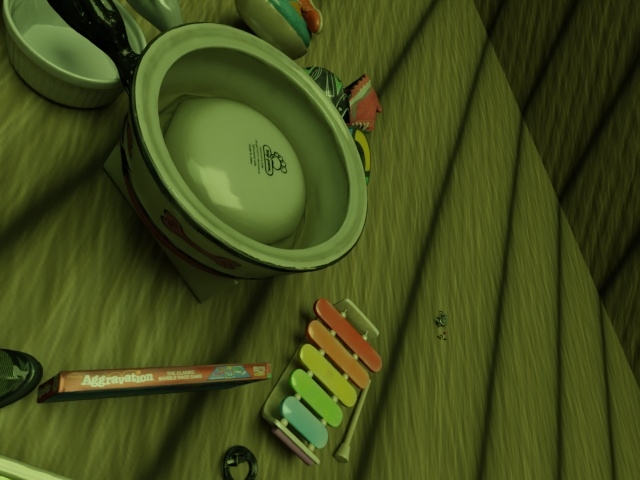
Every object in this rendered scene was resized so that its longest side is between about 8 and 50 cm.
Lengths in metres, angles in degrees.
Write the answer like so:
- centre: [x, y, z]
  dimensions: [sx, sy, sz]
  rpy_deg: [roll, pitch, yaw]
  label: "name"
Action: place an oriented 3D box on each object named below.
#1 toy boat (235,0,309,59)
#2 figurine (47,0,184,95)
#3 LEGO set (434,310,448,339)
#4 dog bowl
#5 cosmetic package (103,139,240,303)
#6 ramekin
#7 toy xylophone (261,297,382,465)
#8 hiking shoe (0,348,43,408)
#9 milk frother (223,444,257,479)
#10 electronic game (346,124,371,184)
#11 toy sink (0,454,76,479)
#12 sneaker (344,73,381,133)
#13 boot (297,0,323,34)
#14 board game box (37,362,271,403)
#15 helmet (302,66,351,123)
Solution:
- centre: [-0.145, -0.589, 1.034]
  dimensions: [0.318, 0.148, 0.267]
  rpy_deg: [45, 12, 1]
  label: "toy boat"
- centre: [-0.291, -0.345, 0.724]
  dimensions: [0.209, 0.092, 0.215]
  rpy_deg: [57, 43, -16]
  label: "figurine"
- centre: [0.342, 0.233, 1.198]
  dimensions: [0.054, 0.023, 0.083]
  rpy_deg: [6, 66, -40]
  label: "LEGO set"
- centre: [-0.117, -0.121, 0.688]
  dimensions: [0.408, 0.150, 0.408]
  rpy_deg: [23, 54, -35]
  label: "dog bowl"
- centre: [-0.216, -0.060, 0.766]
  dimensions: [0.296, 0.129, 0.153]
  rpy_deg: [56, 43, -7]
  label: "cosmetic package"
- centre: [-0.415, -0.326, 0.733]
  dimensions: [0.207, 0.109, 0.207]
  rpy_deg: [19, 59, -34]
  label: "ramekin"
- centre: [0.024, 0.280, 0.851]
  dimensions: [0.236, 0.081, 0.323]
  rpy_deg: [42, 48, -19]
  label: "toy xylophone"
- centre: [-0.436, 0.151, 0.479]
  dimensions: [0.227, 0.114, 0.086]
  rpy_deg: [13, 62, -37]
  label: "hiking shoe"
- centre: [-0.085, 0.390, 0.661]
  dimensions: [0.129, 0.134, 0.143]
  rpy_deg: [16, 58, -72]
  label: "milk frother"
- centre: [0.062, -0.162, 1.050]
  dimensions: [0.229, 0.048, 0.229]
  rpy_deg: [-32, 130, -48]
  label: "electronic game"
- centre: [-0.399, 0.286, 0.434]
  dimensions: [0.234, 0.131, 0.153]
  rpy_deg: [37, 49, -22]
  label: "toy sink"
- centre: [0.097, -0.342, 1.195]
  dimensions: [0.136, 0.116, 0.314]
  rpy_deg: [49, 47, -19]
  label: "sneaker"
- centre: [-0.051, -0.670, 1.266]
  dimensions: [0.084, 0.059, 0.158]
  rpy_deg: [-12, 70, -41]
  label: "boot"
- centre: [-0.227, 0.202, 0.619]
  dimensions: [0.281, 0.145, 0.027]
  rpy_deg: [11, 64, -39]
  label: "board game box"
- centre: [-0.012, -0.315, 1.004]
  dimensions: [0.169, 0.169, 0.161]
  rpy_deg: [69, 16, 7]
  label: "helmet"
